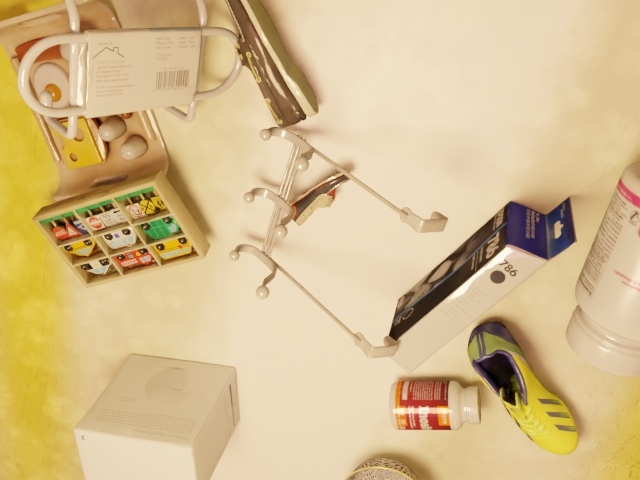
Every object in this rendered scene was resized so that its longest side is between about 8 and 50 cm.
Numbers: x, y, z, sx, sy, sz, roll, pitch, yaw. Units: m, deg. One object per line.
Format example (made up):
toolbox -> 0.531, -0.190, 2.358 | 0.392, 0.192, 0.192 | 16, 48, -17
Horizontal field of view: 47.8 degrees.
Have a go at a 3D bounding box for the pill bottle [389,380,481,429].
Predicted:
pill bottle -> 0.202, 0.289, 1.269 | 0.152, 0.086, 0.086 | -5, 114, 17

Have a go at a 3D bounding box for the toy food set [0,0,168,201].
toy food set -> -0.401, -0.219, 1.172 | 0.219, 0.092, 0.306 | -9, 113, 19

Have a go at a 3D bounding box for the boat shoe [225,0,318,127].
boat shoe -> -0.086, -0.272, 1.068 | 0.068, 0.081, 0.228 | -24, 110, 20

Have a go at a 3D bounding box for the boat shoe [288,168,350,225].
boat shoe -> 0.000, -0.070, 1.163 | 0.137, 0.049, 0.043 | -32, 91, 32

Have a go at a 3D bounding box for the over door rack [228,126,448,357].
over door rack -> 0.000, 0.000, 1.077 | 0.324, 0.108, 0.240 | 33, 119, 28

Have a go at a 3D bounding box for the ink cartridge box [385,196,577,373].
ink cartridge box -> 0.235, 0.052, 1.097 | 0.065, 0.165, 0.332 | 42, 118, -7

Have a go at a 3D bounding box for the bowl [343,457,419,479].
bowl -> 0.126, 0.473, 1.384 | 0.170, 0.080, 0.170 | 6, 116, 12

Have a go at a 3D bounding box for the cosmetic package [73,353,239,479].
cosmetic package -> -0.295, 0.343, 1.348 | 0.224, 0.225, 0.138 | 5, 117, 13

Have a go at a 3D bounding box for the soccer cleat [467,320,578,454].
soccer cleat -> 0.334, 0.266, 1.202 | 0.093, 0.121, 0.289 | -30, 105, 25

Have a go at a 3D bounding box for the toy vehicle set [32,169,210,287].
toy vehicle set -> -0.341, -0.014, 1.237 | 0.266, 0.035, 0.166 | -14, 124, 24

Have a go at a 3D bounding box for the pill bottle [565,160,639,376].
pill bottle -> 0.465, 0.045, 1.036 | 0.160, 0.160, 0.283 | 15, 119, 7

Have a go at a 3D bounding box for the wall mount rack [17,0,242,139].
wall mount rack -> -0.273, -0.305, 1.011 | 0.130, 0.350, 0.304 | 35, 127, 35
